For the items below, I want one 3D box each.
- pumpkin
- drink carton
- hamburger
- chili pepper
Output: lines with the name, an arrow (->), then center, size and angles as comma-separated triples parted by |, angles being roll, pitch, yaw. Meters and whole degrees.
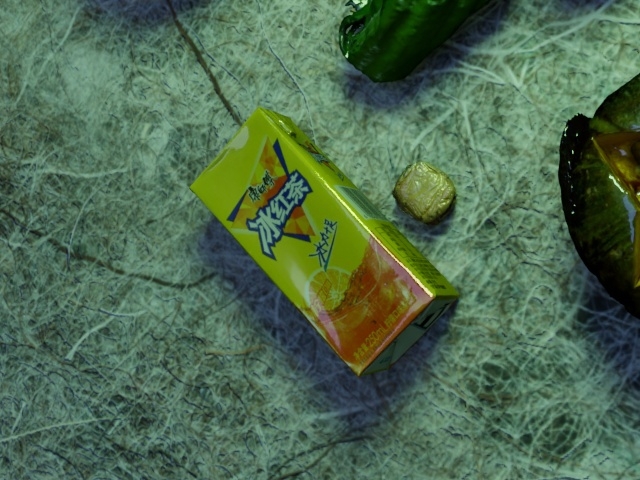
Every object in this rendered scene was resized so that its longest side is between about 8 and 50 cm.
pumpkin -> 0.423, -0.052, 1.160 | 0.320, 0.192, 0.320 | -2, 84, 23
drink carton -> 0.000, 0.000, 1.388 | 0.154, 0.111, 0.351 | -48, 71, 14
hamburger -> 0.134, -0.061, 1.369 | 0.083, 0.044, 0.076 | 45, 103, 17
chili pepper -> 0.160, -0.370, 1.296 | 0.167, 0.213, 0.385 | 28, 130, -8
